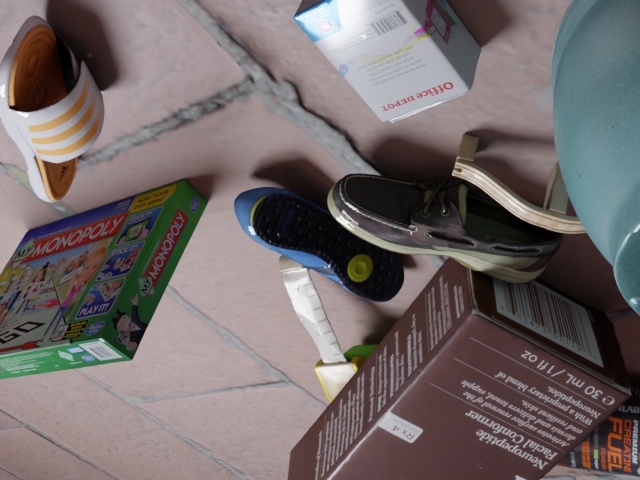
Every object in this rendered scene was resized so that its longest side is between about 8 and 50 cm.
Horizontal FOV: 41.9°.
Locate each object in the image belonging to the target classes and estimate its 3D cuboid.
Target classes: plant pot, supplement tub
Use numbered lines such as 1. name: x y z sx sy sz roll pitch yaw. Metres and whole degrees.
1. plant pot: 0.294 -0.049 0.559 0.293 0.196 0.293 13 146 9
2. supplement tub: 0.373 0.222 0.976 0.198 0.106 0.106 1 141 25

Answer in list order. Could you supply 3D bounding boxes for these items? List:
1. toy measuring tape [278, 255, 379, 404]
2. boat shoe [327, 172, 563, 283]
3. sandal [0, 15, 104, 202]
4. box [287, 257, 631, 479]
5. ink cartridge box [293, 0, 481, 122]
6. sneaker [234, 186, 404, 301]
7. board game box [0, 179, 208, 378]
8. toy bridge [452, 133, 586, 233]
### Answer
1. toy measuring tape: 0.045 0.136 1.049 0.121 0.121 0.330 -9 116 35
2. boat shoe: 0.120 -0.025 0.787 0.224 0.080 0.073 18 141 -8
3. sandal: -0.249 -0.116 0.828 0.076 0.101 0.265 17 154 1
4. box: 0.129 0.204 0.918 0.191 0.143 0.381 27 122 -11
5. ink cartridge box: 0.054 -0.159 0.649 0.089 0.052 0.122 -15 132 40
6. sneaker: 0.000 0.000 0.900 0.209 0.069 0.082 28 179 -27
7. board game box: -0.288 0.054 0.970 0.317 0.213 0.046 -14 134 38
8. toy bridge: 0.207 -0.039 0.732 0.188 0.063 0.026 18 146 4
